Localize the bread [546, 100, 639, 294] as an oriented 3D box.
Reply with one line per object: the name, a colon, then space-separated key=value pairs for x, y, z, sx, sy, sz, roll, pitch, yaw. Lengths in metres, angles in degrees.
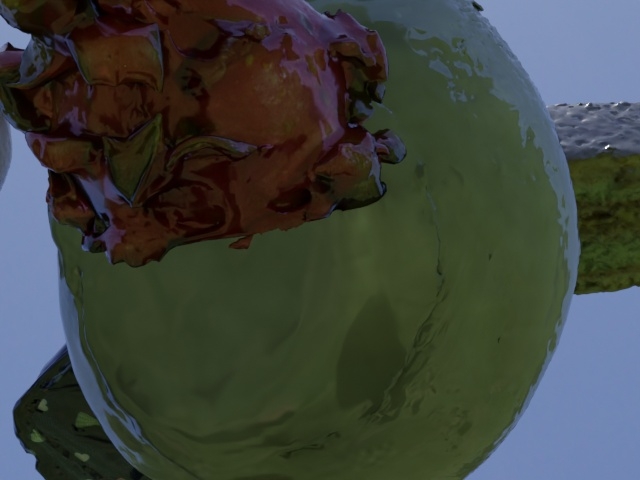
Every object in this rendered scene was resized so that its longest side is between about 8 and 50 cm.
bread: x=0.183 y=-0.032 z=1.072 sx=0.196 sy=0.138 sz=0.102 roll=-2 pitch=-64 yaw=17

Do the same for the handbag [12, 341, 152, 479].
handbag: x=-0.060 y=0.074 z=0.957 sx=0.162 sy=0.113 sz=0.260 roll=41 pitch=-82 yaw=-9

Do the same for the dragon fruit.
dragon fruit: x=-0.058 y=-0.063 z=0.593 sx=0.133 sy=0.150 sz=0.208 roll=-11 pitch=-36 yaw=33

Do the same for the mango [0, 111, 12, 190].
mango: x=-0.332 y=-0.049 z=1.008 sx=0.262 sy=0.130 sz=0.167 roll=-7 pitch=-89 yaw=1

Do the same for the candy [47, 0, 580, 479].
candy: x=0.000 y=0.000 z=0.794 sx=0.295 sy=0.185 sz=0.295 roll=2 pitch=-82 yaw=17
